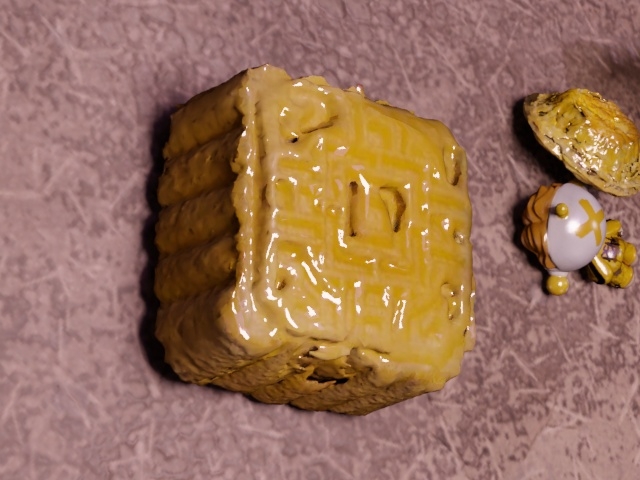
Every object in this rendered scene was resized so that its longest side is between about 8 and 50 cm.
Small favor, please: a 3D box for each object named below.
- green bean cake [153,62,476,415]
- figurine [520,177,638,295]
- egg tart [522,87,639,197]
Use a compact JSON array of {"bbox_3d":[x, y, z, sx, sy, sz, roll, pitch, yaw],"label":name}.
[{"bbox_3d":[0.000,0.000,1.086,0.224,0.131,0.230,13,69,-35],"label":"green bean cake"},{"bbox_3d":[0.228,0.005,1.302,0.143,0.068,0.101,55,53,-30],"label":"figurine"},{"bbox_3d":[0.238,-0.091,1.315,0.130,0.052,0.130,27,31,-18],"label":"egg tart"}]
